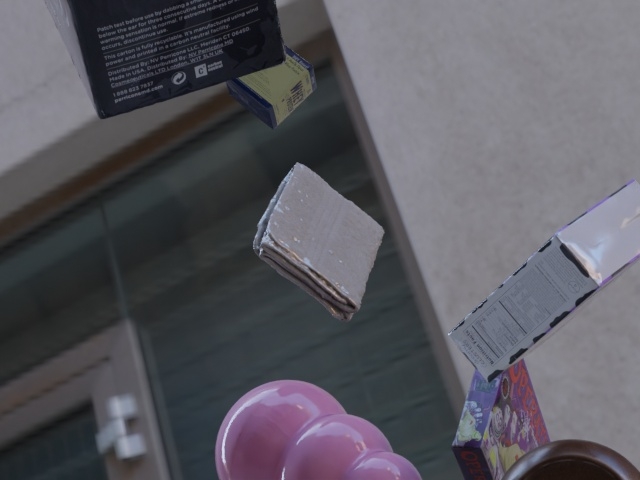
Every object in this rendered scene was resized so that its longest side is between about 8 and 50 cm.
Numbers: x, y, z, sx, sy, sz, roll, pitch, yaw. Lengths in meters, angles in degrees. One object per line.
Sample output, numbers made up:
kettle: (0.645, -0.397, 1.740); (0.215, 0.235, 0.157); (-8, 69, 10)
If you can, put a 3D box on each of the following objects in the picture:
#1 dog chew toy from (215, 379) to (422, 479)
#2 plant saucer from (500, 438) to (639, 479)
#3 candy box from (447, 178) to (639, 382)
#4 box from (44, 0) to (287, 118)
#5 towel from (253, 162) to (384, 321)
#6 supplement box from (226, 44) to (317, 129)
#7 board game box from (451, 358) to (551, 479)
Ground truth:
dog chew toy: (0.008, 0.320, 2.032); (0.206, 0.332, 0.207); (-17, -64, -40)
plant saucer: (0.250, 0.281, 1.468); (0.168, 0.168, 0.029); (-24, -17, 10)
candy box: (0.246, 0.042, 1.510); (0.165, 0.070, 0.196); (-30, -14, -44)
box: (-0.185, -0.341, 1.287); (0.179, 0.343, 0.312); (-18, -47, -12)
towel: (0.000, 0.000, 2.235); (0.187, 0.282, 0.049); (39, -62, -8)
supplement box: (-0.064, -0.205, 1.896); (0.083, 0.083, 0.056); (-45, -20, -14)
board game box: (0.268, 0.317, 2.056); (0.056, 0.208, 0.347); (-4, -47, 22)
